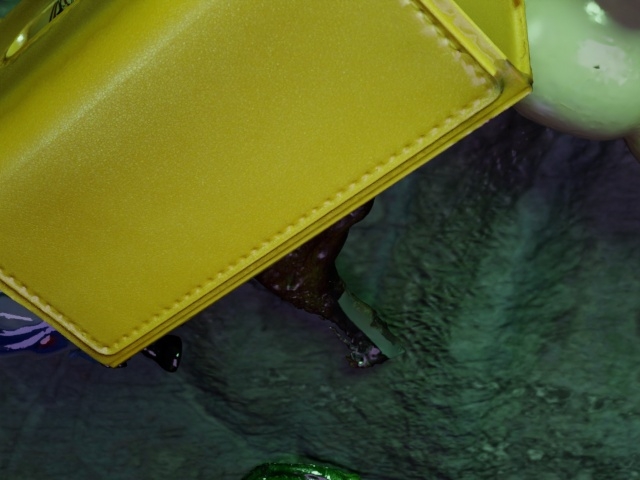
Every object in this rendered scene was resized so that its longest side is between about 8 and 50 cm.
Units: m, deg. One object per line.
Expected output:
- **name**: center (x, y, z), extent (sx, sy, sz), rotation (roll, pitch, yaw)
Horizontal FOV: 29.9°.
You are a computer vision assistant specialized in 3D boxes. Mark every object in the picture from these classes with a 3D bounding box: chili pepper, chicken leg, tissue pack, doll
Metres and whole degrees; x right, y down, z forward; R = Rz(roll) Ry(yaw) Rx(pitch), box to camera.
- **chili pepper**: center (-0.026, 0.206, 0.986), extent (0.117, 0.035, 0.055), rotation (-14, 114, 11)
- **chicken leg**: center (0.000, 0.000, 0.783), extent (0.105, 0.051, 0.253), rotation (-8, 135, 4)
- **tissue pack**: center (-0.049, -0.099, 0.597), extent (0.274, 0.194, 0.145), rotation (-33, 119, 29)
- **doll**: center (-0.189, 0.044, 0.825), extent (0.195, 0.070, 0.096), rotation (12, 103, -11)

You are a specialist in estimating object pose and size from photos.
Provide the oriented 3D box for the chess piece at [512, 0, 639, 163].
- **chess piece**: center (0.230, -0.084, 0.625), extent (0.299, 0.167, 0.167), rotation (21, 131, -7)
